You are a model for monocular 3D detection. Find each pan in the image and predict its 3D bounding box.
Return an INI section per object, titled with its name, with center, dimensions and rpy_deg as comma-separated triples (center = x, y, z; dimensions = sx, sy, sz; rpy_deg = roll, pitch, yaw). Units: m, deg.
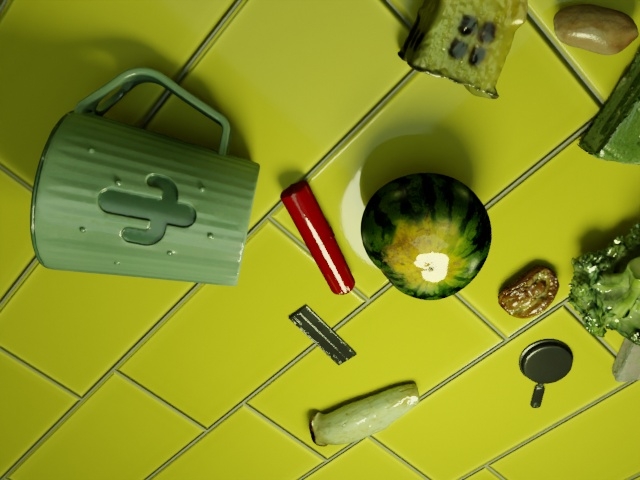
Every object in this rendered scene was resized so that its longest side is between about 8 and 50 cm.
[pan]
center = 0.583, 0.359, 1.386
dimensions = 0.136, 0.028, 0.235
rpy_deg = 0, 119, 4

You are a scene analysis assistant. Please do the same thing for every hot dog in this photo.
[hot dog]
center = 0.489, 0.123, 1.244
dimensions = 0.147, 0.065, 0.099
rpy_deg = -40, 100, 24

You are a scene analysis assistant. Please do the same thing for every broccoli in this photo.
[broccoli]
center = 0.683, 0.093, 1.124
dimensions = 0.288, 0.235, 0.260
rpy_deg = -29, 119, 10

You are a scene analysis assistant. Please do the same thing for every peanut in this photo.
[peanut]
center = 0.496, -0.383, 0.962
dimensions = 0.152, 0.076, 0.076
rpy_deg = 14, 119, 2

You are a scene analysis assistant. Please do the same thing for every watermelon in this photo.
[watermelon]
center = 0.214, -0.013, 1.084
dimensions = 0.268, 0.269, 0.269
rpy_deg = 1, 119, 3

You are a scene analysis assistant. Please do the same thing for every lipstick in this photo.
[lipstick]
center = -0.001, 0.000, 1.204
dimensions = 0.073, 0.073, 0.280
rpy_deg = -21, 115, 14

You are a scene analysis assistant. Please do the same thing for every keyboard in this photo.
[keyboard]
center = 0.006, 0.248, 1.372
dimensions = 0.067, 0.011, 0.202
rpy_deg = -37, 111, 19

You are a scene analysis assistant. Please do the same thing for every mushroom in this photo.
[mushroom]
center = 0.122, 0.485, 1.454
dimensions = 0.333, 0.087, 0.107
rpy_deg = -23, 114, 13

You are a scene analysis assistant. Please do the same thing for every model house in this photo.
[model house]
center = 0.262, -0.386, 0.910
dimensions = 0.174, 0.193, 0.234
rpy_deg = 22, 115, -8

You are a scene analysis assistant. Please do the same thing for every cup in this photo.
[cup]
center = -0.326, -0.105, 1.041
dimensions = 0.392, 0.310, 0.401
rpy_deg = 11, 121, -8

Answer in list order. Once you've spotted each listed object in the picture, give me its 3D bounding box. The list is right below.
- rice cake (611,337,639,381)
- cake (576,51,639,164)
[rice cake]
center = 0.804, 0.220, 1.285
dimensions = 0.106, 0.050, 0.298
rpy_deg = 3, 119, 3
[cake]
center = 0.610, -0.258, 1.007
dimensions = 0.099, 0.100, 0.235
rpy_deg = 18, 118, -8
